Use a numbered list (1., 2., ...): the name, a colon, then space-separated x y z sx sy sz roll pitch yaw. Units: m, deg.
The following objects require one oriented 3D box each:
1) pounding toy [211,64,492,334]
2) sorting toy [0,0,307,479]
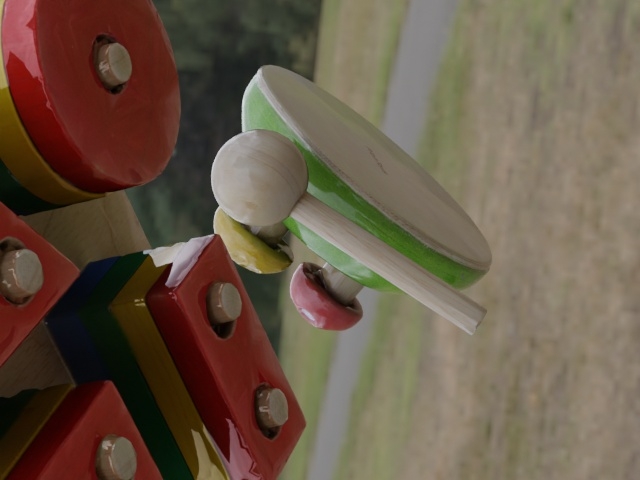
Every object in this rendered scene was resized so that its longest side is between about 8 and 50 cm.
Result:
1. pounding toy: 0.000 0.000 1.100 0.110 0.183 0.237 -50 6 14
2. sorting toy: -0.107 0.027 0.638 0.255 0.089 0.257 67 -151 -22
